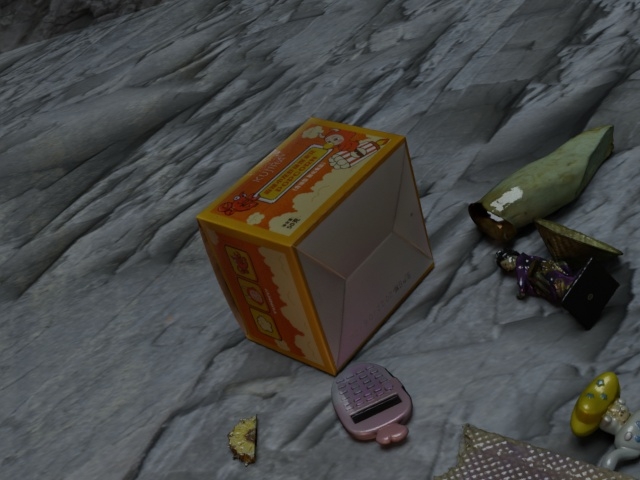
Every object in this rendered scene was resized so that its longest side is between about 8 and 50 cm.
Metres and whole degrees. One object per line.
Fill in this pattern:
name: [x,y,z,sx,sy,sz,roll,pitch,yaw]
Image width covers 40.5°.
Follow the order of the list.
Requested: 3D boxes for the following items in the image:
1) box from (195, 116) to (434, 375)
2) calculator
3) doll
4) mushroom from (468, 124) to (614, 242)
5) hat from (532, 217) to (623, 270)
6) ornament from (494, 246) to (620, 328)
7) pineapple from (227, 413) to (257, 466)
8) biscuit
box: [0.000,0.000,1.346,0.213,0.260,0.283,15,47,39]
calculator: [0.073,0.230,1.218,0.103,0.024,0.166,-23,35,-9]
doll: [0.367,0.233,1.076,0.113,0.072,0.135,16,51,11]
mushroom: [0.394,-0.102,1.472,0.333,0.087,0.107,-29,37,-19]
hat: [0.382,0.022,1.338,0.145,0.067,0.146,20,12,-4]
ornament: [0.333,0.060,1.303,0.203,0.088,0.081,18,72,54]
pineapple: [-0.110,0.282,1.228,0.045,0.019,0.083,-9,36,1]
biscuit: [0.255,0.298,1.027,0.238,0.062,0.108,13,44,33]
